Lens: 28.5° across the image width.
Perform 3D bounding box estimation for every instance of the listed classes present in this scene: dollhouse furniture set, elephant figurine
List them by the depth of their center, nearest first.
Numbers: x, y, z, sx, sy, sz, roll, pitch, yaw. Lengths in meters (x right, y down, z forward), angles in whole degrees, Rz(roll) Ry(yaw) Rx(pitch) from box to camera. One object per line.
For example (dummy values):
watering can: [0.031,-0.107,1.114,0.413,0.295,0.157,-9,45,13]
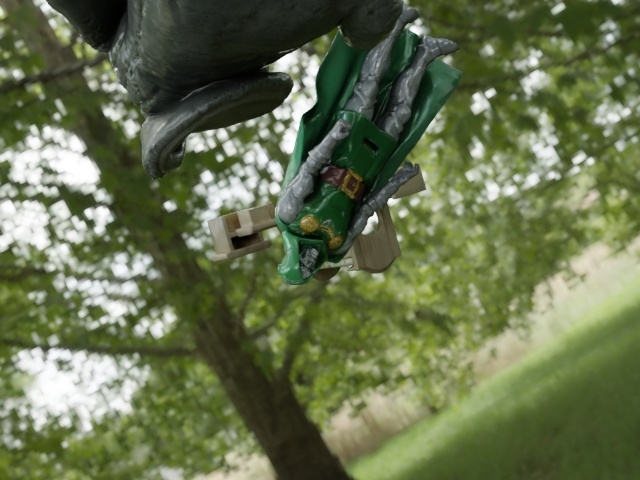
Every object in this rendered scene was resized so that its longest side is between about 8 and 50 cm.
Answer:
elephant figurine: [-0.069,-0.116,0.716,0.186,0.169,0.239,19,-40,-29]
dollhouse furniture set: [0.000,0.000,1.283,0.161,0.101,0.182,-18,4,-32]

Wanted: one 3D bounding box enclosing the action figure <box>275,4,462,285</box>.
action figure: [0.028,-0.068,0.980,0.063,0.137,0.232,11,72,58]
